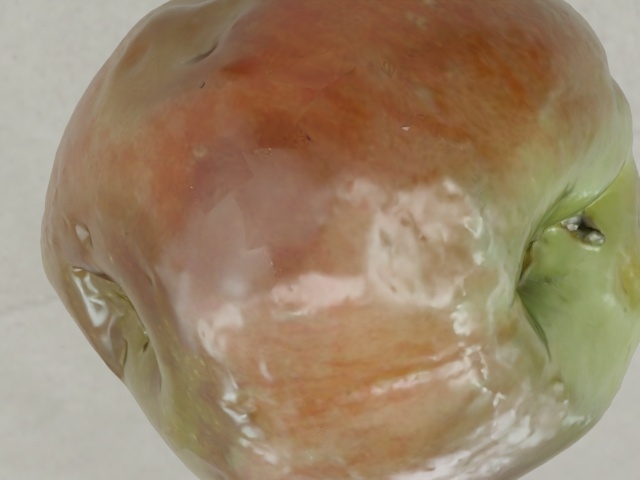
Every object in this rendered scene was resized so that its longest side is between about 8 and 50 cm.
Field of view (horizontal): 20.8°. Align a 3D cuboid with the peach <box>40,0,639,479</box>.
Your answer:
[{"bbox_3d":[0.000,0.000,0.635,0.235,0.214,0.214,3,158,45],"label":"peach"}]
